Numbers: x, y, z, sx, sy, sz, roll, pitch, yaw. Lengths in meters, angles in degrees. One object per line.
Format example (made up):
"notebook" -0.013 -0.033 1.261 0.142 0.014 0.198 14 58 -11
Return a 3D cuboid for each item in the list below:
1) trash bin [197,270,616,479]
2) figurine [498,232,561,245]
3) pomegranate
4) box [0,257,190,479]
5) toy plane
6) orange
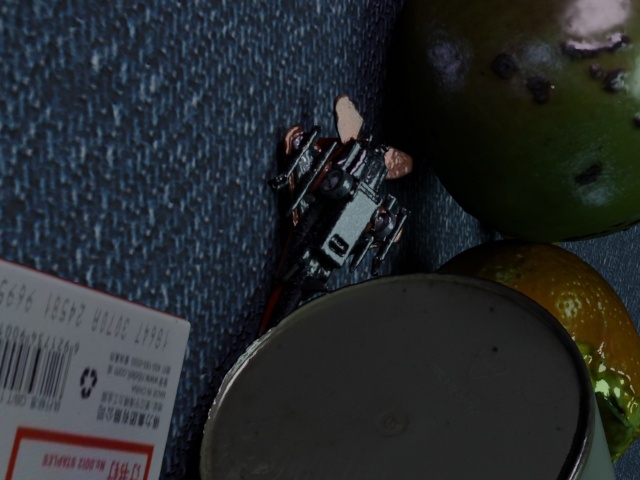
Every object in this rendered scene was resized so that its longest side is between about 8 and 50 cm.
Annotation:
"trash bin" 0.091 0.254 1.010 0.432 0.280 0.280 72 34 -43
"figurine" 0.206 -0.033 1.426 0.115 0.095 0.156 -42 131 -73
"pomegranate" 0.226 -0.126 1.156 0.291 0.323 0.290 6 90 -75
"box" -0.137 0.077 0.701 0.229 0.050 0.123 27 73 -67
"toy plane" 0.003 0.000 0.995 0.130 0.061 0.189 41 59 -36
"orange" 0.176 0.091 1.257 0.237 0.179 0.158 42 48 -29
